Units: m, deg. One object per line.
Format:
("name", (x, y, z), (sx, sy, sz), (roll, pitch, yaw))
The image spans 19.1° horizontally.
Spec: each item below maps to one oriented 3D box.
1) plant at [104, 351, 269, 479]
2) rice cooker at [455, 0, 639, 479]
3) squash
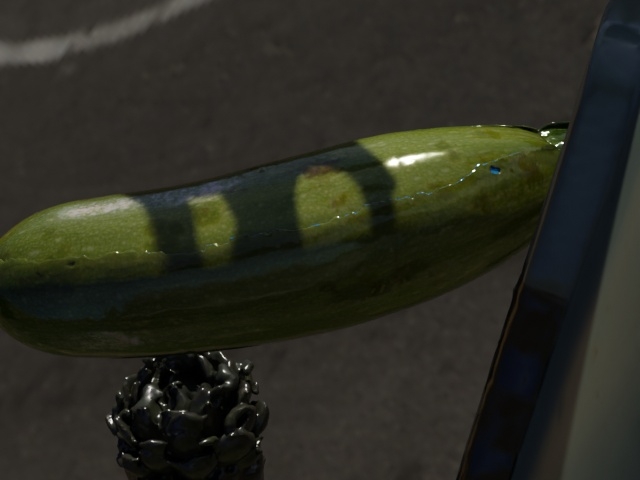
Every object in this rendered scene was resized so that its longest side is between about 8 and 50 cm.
("plant", (-0.075, 0.124, 1.121), (0.092, 0.143, 0.094), (-14, 40, -11))
("rice cooker", (0.150, 0.050, 0.366), (0.280, 0.241, 0.227), (-55, -18, -56))
("squash", (0.000, 0.000, 0.921), (0.341, 0.094, 0.094), (-11, 30, 2))
